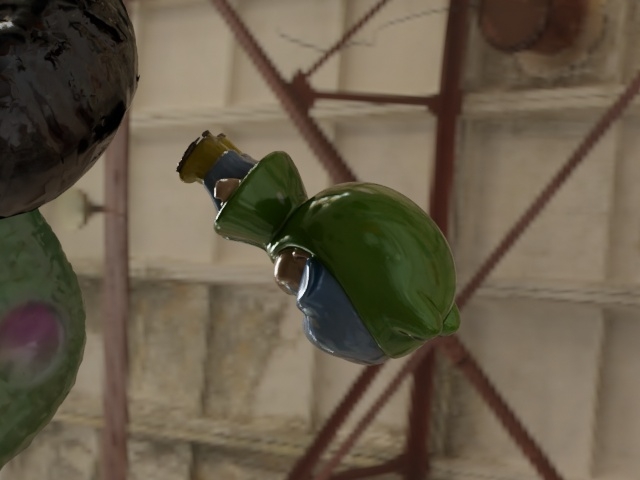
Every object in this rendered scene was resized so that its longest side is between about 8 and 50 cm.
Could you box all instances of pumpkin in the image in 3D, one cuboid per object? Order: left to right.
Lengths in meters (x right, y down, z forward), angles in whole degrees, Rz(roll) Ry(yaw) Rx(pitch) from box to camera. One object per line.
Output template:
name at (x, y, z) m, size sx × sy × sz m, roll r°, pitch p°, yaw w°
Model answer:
pumpkin at (-0.244, -0.127, 1.181) m, size 0.233 × 0.233 × 0.163 m, roll 57°, pitch -21°, yaw 28°

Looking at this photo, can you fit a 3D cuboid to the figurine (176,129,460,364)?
figurine at (0.000, 0.000, 1.367) m, size 0.263 × 0.162 × 0.143 m, roll 37°, pitch -86°, yaw 13°

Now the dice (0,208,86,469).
dice at (-0.416, 0.051, 1.390) m, size 0.318 × 0.330 × 0.322 m, roll 20°, pitch -38°, yaw 51°
